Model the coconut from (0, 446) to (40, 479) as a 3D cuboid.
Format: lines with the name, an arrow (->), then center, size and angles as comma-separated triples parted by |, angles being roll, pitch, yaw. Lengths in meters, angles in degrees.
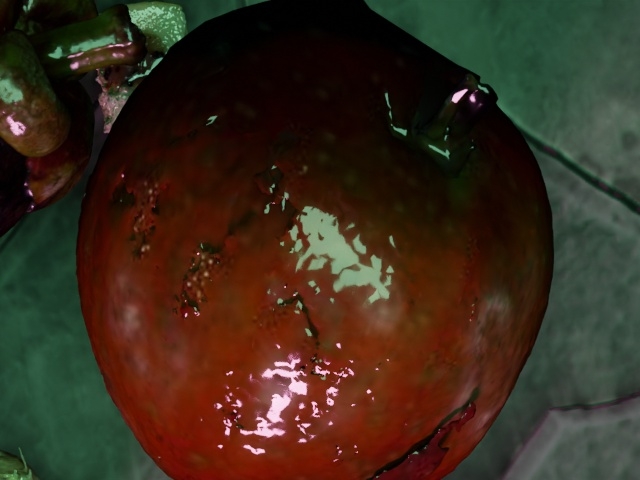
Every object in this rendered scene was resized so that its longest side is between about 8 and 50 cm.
coconut -> -0.232, 0.231, 1.147 | 0.194, 0.194, 0.194 | 0, 87, -5

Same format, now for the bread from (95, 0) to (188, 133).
bread -> -0.113, -0.113, 1.243 | 0.070, 0.035, 0.083 | -9, 85, -7

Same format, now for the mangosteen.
mangosteen -> -0.219, -0.093, 1.133 | 0.250, 0.211, 0.211 | -12, 88, 18

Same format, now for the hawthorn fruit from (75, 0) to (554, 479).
hawthorn fruit -> -0.010, 0.007, 1.130 | 0.316, 0.316, 0.316 | 0, 87, -5
